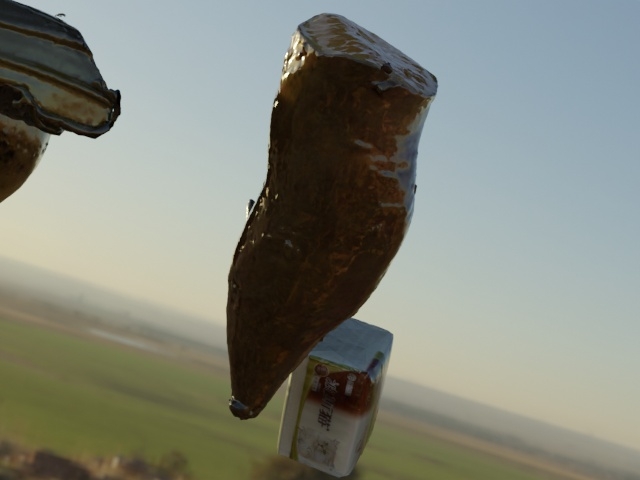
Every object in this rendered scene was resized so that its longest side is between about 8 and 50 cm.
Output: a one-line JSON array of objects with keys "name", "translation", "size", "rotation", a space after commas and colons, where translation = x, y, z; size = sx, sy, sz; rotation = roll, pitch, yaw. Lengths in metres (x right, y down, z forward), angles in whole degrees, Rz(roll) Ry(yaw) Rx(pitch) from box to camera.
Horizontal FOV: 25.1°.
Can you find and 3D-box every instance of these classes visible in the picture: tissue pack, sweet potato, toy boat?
[{"name": "tissue pack", "translation": [0.018, 0.176, 1.655], "size": [0.099, 0.148, 0.106], "rotation": [18, 31, 14]}, {"name": "sweet potato", "translation": [0.000, -0.001, 1.128], "size": [0.131, 0.336, 0.131], "rotation": [13, 19, -5]}, {"name": "toy boat", "translation": [-0.389, -0.153, 1.159], "size": [0.446, 0.162, 0.136], "rotation": [15, -2, -23]}]

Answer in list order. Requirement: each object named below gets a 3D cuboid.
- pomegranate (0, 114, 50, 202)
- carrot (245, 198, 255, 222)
[{"name": "pomegranate", "translation": [-0.460, -0.160, 1.620], "size": [0.322, 0.322, 0.322], "rotation": [17, -4, 1]}, {"name": "carrot", "translation": [-0.066, 0.047, 1.596], "size": [0.049, 0.254, 0.049], "rotation": [-5, -41, -4]}]
